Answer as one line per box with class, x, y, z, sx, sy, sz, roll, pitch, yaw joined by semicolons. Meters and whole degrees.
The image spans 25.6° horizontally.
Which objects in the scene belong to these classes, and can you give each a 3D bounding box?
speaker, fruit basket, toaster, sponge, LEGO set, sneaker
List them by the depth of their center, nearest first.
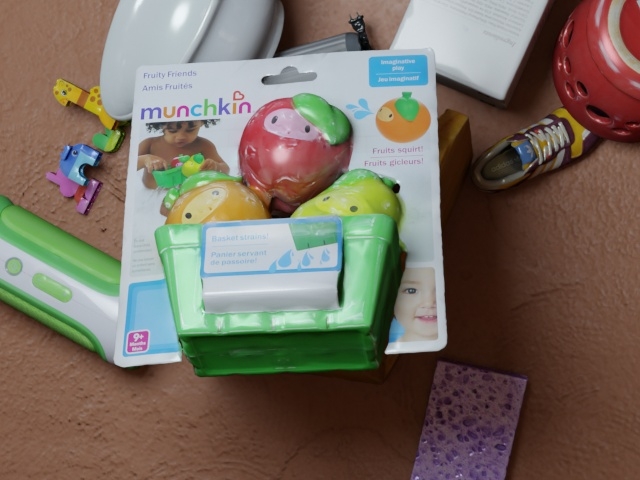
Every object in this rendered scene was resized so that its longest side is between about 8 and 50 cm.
fruit basket;-0.041;-0.046;1.412;0.326;0.165;0.353;-2;67;6
sneaker;0.270;-0.112;1.728;0.185;0.084;0.070;-32;86;9
toaster;0.001;-0.161;1.749;0.146;0.129;0.227;-11;88;11
sponge;0.182;0.261;1.778;0.117;0.031;0.210;13;94;8
speaker;-0.339;0.049;1.806;0.296;0.131;0.131;28;95;8
LEGO set;-0.303;-0.156;1.817;0.093;0.087;0.227;28;94;7

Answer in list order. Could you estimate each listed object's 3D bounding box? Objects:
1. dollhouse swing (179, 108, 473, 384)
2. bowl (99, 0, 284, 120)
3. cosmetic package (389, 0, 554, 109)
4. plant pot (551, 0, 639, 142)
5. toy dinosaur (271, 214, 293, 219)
dollhouse swing;0.000;0.000;1.650;0.315;0.347;0.305;8;83;9
bowl;-0.138;-0.260;1.708;0.134;0.298;0.298;23;96;-30
cosmetic package;0.192;-0.273;1.703;0.151;0.151;0.184;25;94;8
plant pot;0.376;-0.224;1.645;0.191;0.174;0.191;0;81;0
toy dinosaur;-0.096;-0.005;1.790;0.211;0.064;0.112;-30;52;35
